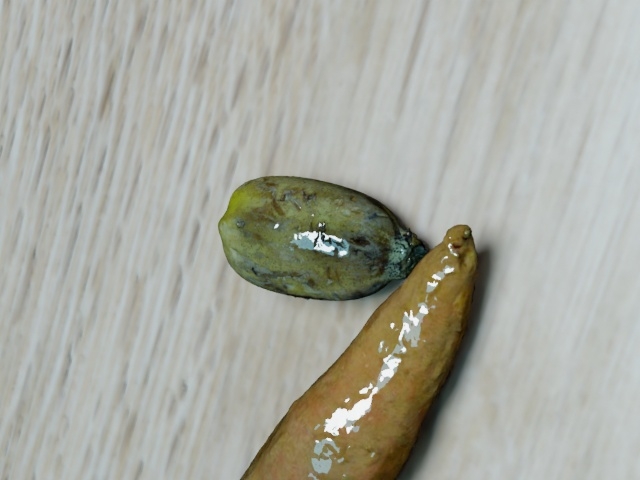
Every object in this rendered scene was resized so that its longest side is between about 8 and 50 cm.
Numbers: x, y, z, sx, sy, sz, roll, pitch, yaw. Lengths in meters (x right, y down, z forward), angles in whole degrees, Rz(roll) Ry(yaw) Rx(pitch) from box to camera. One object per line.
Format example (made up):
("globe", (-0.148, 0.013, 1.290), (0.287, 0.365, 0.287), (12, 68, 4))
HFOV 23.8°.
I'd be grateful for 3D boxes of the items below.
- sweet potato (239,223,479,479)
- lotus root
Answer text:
("sweet potato", (-0.011, 0.123, 0.676), (0.314, 0.066, 0.072), (-56, 35, 23))
("lotus root", (0.000, 0.000, 0.672), (0.099, 0.049, 0.054), (10, 97, 25))
